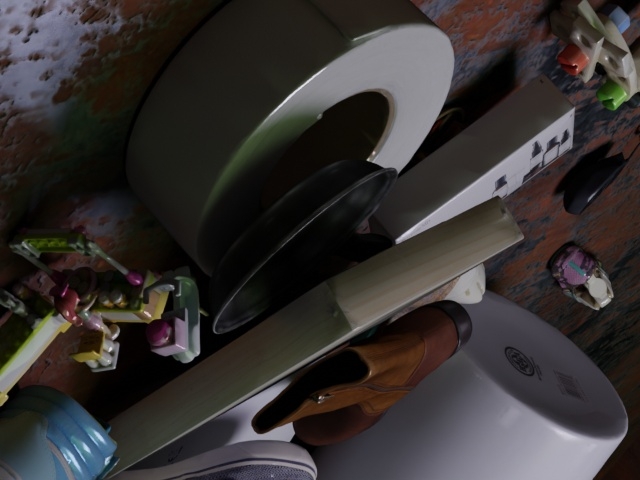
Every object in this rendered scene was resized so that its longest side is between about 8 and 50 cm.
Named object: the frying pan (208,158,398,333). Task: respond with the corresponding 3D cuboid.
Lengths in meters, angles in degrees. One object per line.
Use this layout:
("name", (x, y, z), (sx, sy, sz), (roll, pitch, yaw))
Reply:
("frying pan", (0.015, -0.018, 1.326), (0.197, 0.053, 0.326), (-48, 169, 35))

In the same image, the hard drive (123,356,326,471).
("hard drive", (-0.155, 0.252, 1.801), (0.353, 0.047, 0.233), (-16, 145, -48))

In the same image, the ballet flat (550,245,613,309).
("ballet flat", (0.403, 0.062, 2.375), (0.077, 0.079, 0.221), (-46, 158, 5))

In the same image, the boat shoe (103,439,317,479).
("boat shoe", (-0.128, 0.315, 1.635), (0.340, 0.158, 0.127), (-7, 138, -32))

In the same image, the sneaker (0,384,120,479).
("sneaker", (-0.265, 0.270, 1.450), (0.208, 0.127, 0.319), (-52, 162, -49))

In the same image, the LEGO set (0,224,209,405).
("LEGO set", (-0.234, 0.066, 1.262), (0.287, 0.132, 0.107), (-22, 143, 21))

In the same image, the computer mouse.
("computer mouse", (0.405, -0.122, 2.114), (0.242, 0.041, 0.071), (-42, 168, -21))

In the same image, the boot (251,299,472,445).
("boot", (0.015, 0.171, 1.673), (0.264, 0.096, 0.280), (-30, 175, 29))

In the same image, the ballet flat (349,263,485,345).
("ballet flat", (0.131, 0.055, 1.840), (0.316, 0.106, 0.108), (118, -12, -49))

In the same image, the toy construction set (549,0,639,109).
("toy construction set", (0.392, -0.246, 1.703), (0.327, 0.151, 0.215), (-30, 180, -12))

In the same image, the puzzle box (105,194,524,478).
("puzzle box", (-0.024, 0.097, 1.528), (0.272, 0.052, 0.409), (-26, 174, -47))

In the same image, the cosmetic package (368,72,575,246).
("cosmetic package", (0.160, -0.069, 1.665), (0.239, 0.060, 0.099), (-36, 156, -8))

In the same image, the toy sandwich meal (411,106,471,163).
("toy sandwich meal", (0.130, -0.105, 1.667), (0.085, 0.029, 0.085), (-36, 157, -18))

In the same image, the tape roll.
("tape roll", (-0.022, -0.100, 1.320), (0.286, 0.100, 0.286), (-36, 157, -18))

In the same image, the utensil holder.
("utensil holder", (0.170, 0.295, 2.083), (0.327, 0.327, 0.385), (-5, 134, -57))
